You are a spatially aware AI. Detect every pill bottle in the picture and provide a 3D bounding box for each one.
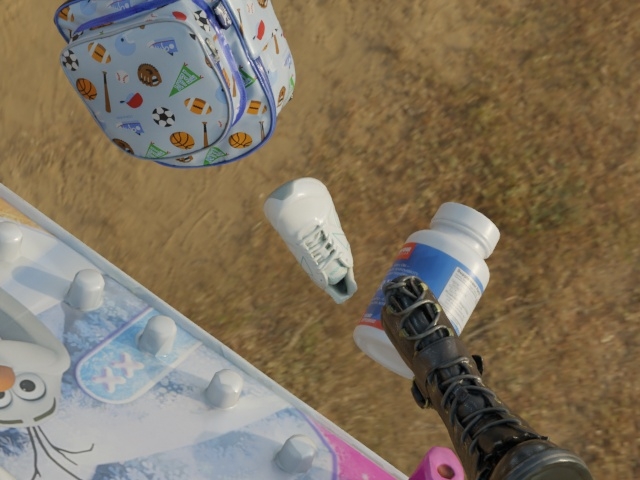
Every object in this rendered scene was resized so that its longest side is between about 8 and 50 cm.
[{"bbox_3d":[0.146,0.064,1.714,0.124,0.124,0.221,34,71,-9],"label":"pill bottle"}]

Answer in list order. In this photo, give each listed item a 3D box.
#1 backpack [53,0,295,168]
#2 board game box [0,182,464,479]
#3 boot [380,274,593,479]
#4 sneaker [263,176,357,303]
[{"bbox_3d":[-0.160,-0.212,1.546,0.263,0.277,0.213,56,41,-36],"label":"backpack"},{"bbox_3d":[-0.151,0.104,0.419,0.390,0.050,0.390,34,38,13],"label":"board game box"},{"bbox_3d":[0.111,0.126,1.028,0.091,0.263,0.229,-28,71,-5],"label":"boot"},{"bbox_3d":[0.000,0.000,1.067,0.054,0.152,0.061,-32,58,2],"label":"sneaker"}]
